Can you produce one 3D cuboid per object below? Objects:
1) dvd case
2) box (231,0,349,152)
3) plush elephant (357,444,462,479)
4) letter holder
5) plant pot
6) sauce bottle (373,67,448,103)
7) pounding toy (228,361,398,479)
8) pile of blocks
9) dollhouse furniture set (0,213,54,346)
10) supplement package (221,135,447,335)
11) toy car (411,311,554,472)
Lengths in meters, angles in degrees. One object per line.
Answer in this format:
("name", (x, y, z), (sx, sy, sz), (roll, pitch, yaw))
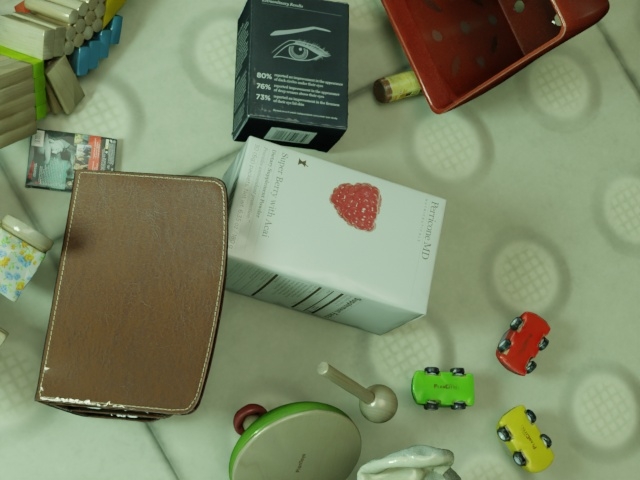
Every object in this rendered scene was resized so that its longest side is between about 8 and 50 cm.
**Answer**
("dvd case", (-0.349, -0.109, 1.454), (0.120, 0.013, 0.087), (6, 75, -17))
("box", (-0.044, -0.250, 1.534), (0.153, 0.108, 0.207), (6, 74, -15))
("plush elephant", (0.115, 0.398, 1.332), (0.255, 0.272, 0.330), (-42, 69, 0))
("letter holder", (-0.214, 0.077, 1.336), (0.215, 0.152, 0.301), (3, 74, 9))
("plant pot", (0.282, -0.379, 1.591), (0.236, 0.267, 0.267), (-17, 81, -44))
("sauce bottle", (0.145, -0.247, 1.626), (0.128, 0.042, 0.042), (-18, 82, -25))
("pounding toy", (-0.030, 0.247, 1.405), (0.237, 0.110, 0.183), (-47, 129, 12))
("pile of blocks", (-0.386, -0.276, 1.446), (0.113, 0.149, 0.362), (22, 59, 24))
("dollhouse furniture set", (-0.556, 0.054, 1.164), (0.394, 0.256, 0.362), (35, 80, -14))
("supplement package", (0.000, 0.000, 1.448), (0.293, 0.175, 0.177), (17, 71, -13))
("toy car", (0.234, 0.221, 1.531), (0.225, 0.053, 0.238), (5, 74, -16))
